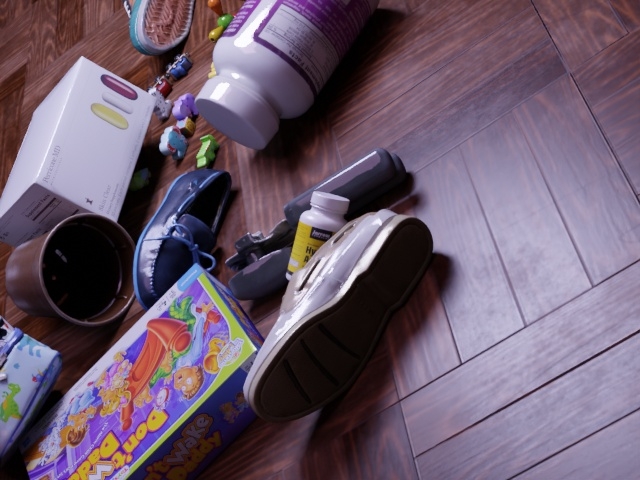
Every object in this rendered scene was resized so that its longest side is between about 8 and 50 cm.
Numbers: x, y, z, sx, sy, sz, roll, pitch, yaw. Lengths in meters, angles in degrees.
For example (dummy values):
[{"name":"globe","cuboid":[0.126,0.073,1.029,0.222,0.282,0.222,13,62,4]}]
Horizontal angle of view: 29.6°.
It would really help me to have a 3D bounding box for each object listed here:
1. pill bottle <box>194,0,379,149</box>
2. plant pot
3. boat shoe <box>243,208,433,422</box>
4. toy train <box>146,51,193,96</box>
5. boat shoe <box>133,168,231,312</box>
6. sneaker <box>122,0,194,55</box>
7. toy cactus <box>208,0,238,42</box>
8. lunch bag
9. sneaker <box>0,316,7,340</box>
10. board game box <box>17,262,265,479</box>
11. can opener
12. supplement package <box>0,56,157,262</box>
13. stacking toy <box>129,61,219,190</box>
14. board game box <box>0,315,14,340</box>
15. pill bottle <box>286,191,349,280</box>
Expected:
[{"name":"pill bottle","cuboid":[-0.054,-0.289,1.802,0.169,0.169,0.301,15,67,51]},{"name":"plant pot","cuboid":[-0.385,0.051,1.830,0.165,0.167,0.167,-10,49,50]},{"name":"boat shoe","cuboid":[0.009,0.088,1.438,0.302,0.113,0.103,-47,33,-19]},{"name":"toy train","cuboid":[-0.281,-0.268,2.131,0.158,0.027,0.036,-49,39,-3]},{"name":"boat shoe","cuboid":[-0.196,-0.013,1.737,0.089,0.109,0.258,-14,49,32]},{"name":"sneaker","cuboid":[-0.311,-0.427,2.254,0.121,0.108,0.302,-25,33,28]},{"name":"toy cactus","cuboid":[-0.090,-0.367,1.961,0.181,0.112,0.219,-21,12,7]},{"name":"lunch bag","cuboid":[-0.436,0.229,1.679,0.176,0.090,0.219,-64,5,-23]},{"name":"sneaker","cuboid":[-0.551,0.236,1.779,0.112,0.121,0.299,14,87,24]},{"name":"board game box","cuboid":[-0.220,0.221,1.558,0.347,0.078,0.233,-45,36,2]},{"name":"can opener","cuboid":[-0.006,-0.020,1.598,0.280,0.074,0.093,-36,72,17]},{"name":"supplement package","cuboid":[-0.401,-0.123,1.961,0.204,0.145,0.261,-34,36,47]},{"name":"stacking toy","cuboid":[-0.231,-0.189,1.984,0.167,0.052,0.221,-18,45,34]},{"name":"board game box","cuboid":[-0.602,0.222,1.854,0.305,0.193,0.053,-46,-1,0]},{"name":"pill bottle","cuboid":[0.000,0.000,1.522,0.065,0.065,0.116,24,103,53]}]
